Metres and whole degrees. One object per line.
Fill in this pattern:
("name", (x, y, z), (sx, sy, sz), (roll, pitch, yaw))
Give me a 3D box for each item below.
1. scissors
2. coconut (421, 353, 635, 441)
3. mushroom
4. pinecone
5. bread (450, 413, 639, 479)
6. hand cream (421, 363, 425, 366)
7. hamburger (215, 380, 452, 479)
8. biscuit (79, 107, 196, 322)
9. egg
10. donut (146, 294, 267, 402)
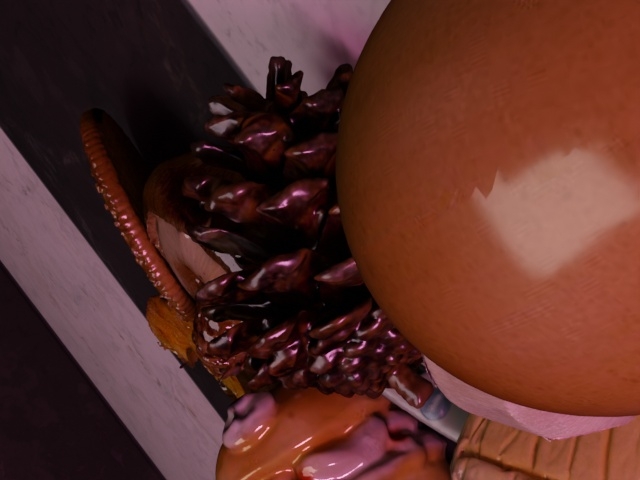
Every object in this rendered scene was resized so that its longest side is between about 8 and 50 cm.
("scissors", (0.114, 0.151, 0.923), (0.289, 0.138, 0.041), (31, -172, 28))
("coconut", (0.161, 0.050, 0.702), (0.183, 0.171, 0.171), (5, 128, 54))
("mushroom", (-0.071, 0.026, 1.120), (0.297, 0.163, 0.278), (39, 145, 32))
("pinecone", (0.000, 0.000, 0.854), (0.309, 0.244, 0.244), (69, 159, 11))
("bread", (0.213, 0.162, 0.767), (0.236, 0.140, 0.106), (1, 144, 48))
("hand cream", (0.176, 0.179, 0.974), (0.306, 0.093, 0.147), (61, 155, 6))
("hamburger", (0.003, 0.252, 1.193), (0.237, 0.276, 0.276), (58, 159, 16))
("biscuit", (-0.222, -0.028, 1.321), (0.305, 0.038, 0.305), (62, -178, -3))
("egg", (0.143, -0.047, 0.487), (0.250, 0.250, 0.322), (55, 150, -4))
("donut", (-0.154, 0.132, 1.493), (0.259, 0.101, 0.152), (36, 151, 38))
